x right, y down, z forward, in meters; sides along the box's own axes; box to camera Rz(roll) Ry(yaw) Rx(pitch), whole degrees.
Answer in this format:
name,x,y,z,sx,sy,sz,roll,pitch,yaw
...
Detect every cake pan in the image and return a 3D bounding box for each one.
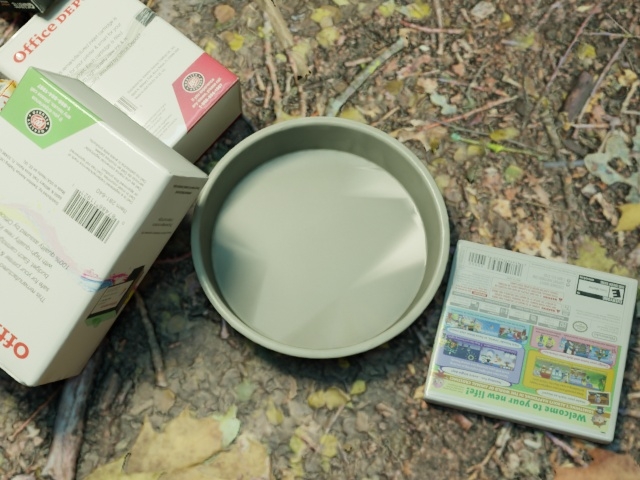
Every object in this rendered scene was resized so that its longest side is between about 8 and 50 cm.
name,x,y,z,sx,sy,sz,roll,pitch,yaw
cake pan,0.000,0.000,1.457,0.293,0.054,0.293,0,69,0

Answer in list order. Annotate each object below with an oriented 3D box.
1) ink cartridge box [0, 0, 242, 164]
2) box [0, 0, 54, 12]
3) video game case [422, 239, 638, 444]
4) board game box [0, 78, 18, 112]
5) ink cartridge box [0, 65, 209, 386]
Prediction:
name,x,y,z,sx,sy,sz,roll,pitch,yaw
ink cartridge box,-0.236,-0.181,1.500,0.237,0.100,0.172,38,74,12
box,-0.313,-0.368,1.543,0.220,0.051,0.175,-51,33,-17
video game case,0.237,0.112,1.431,0.212,0.023,0.193,13,70,4
board game box,-0.427,-0.102,1.456,0.146,0.045,0.193,14,63,50
ink cartridge box,-0.287,-0.013,1.374,0.201,0.117,0.278,37,100,13
